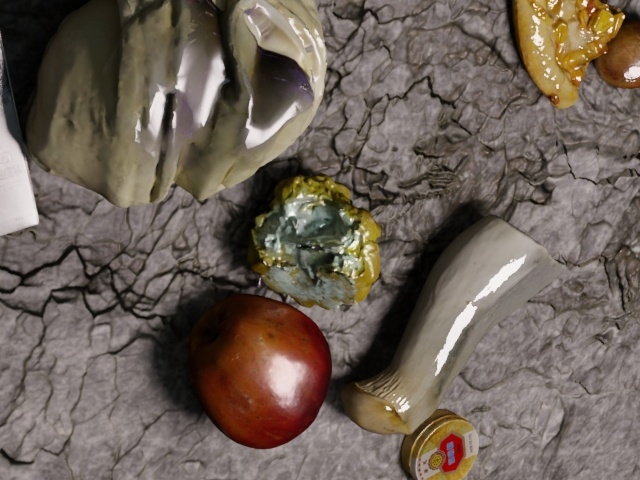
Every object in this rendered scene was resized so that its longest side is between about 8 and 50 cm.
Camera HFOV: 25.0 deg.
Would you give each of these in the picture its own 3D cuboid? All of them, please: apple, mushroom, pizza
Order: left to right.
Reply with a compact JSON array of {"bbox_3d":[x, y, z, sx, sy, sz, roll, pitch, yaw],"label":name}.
[{"bbox_3d":[-0.072,0.145,1.614,0.156,0.147,0.158,-43,129,15],"label":"apple"},{"bbox_3d":[0.164,0.112,1.771,0.329,0.122,0.159,-49,119,-6],"label":"mushroom"},{"bbox_3d":[0.307,-0.253,1.756,0.161,0.062,0.182,-26,120,-25],"label":"pizza"},{"bbox_3d":[0.407,-0.235,1.825,0.129,0.073,0.088,-1,69,-39],"label":"mushroom"}]

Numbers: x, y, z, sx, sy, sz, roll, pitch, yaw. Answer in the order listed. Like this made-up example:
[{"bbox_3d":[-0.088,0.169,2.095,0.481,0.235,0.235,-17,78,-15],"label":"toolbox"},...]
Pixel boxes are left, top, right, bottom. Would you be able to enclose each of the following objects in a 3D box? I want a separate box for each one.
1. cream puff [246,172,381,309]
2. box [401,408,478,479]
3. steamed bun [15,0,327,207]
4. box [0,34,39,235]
[{"bbox_3d":[0.000,-0.001,1.611,0.156,0.156,0.121,-54,159,-4],"label":"cream puff"},{"bbox_3d":[0.156,0.273,1.882,0.105,0.037,0.106,-13,115,-29],"label":"box"},{"bbox_3d":[-0.125,-0.164,1.414,0.275,0.206,0.320,33,93,-40],"label":"steamed bun"},{"bbox_3d":[-0.322,-0.111,1.404,0.055,0.039,0.218,-20,118,-24],"label":"box"}]
